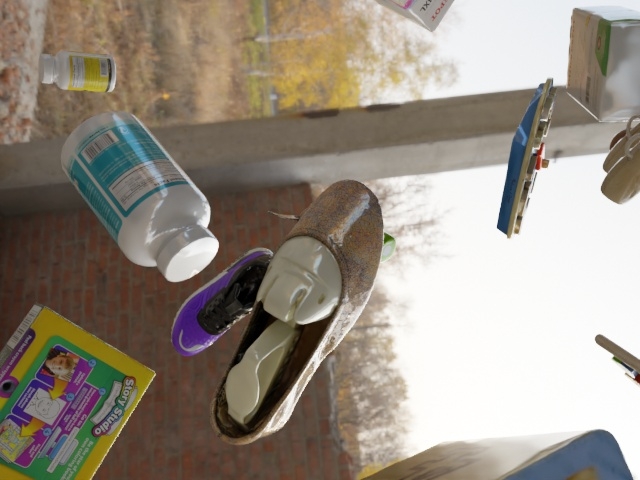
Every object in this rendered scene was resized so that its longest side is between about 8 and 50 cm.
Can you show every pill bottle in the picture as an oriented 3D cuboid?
[{"bbox_3d":[-0.414,-0.289,1.142,0.065,0.116,0.065,7,-81,57],"label":"pill bottle"},{"bbox_3d":[-0.265,-0.062,1.009,0.264,0.146,0.146,49,-15,21],"label":"pill bottle"}]

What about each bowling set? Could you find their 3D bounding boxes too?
[{"bbox_3d":[0.439,-0.125,0.820,0.154,0.286,0.200,-61,-149,29],"label":"bowling set"}]

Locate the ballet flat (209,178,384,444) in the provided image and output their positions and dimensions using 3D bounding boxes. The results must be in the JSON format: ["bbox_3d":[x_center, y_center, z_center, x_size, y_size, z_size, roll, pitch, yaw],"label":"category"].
[{"bbox_3d":[-0.030,0.086,0.684,0.106,0.107,0.316,-14,131,-61],"label":"ballet flat"}]

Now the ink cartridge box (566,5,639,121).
[{"bbox_3d":[0.633,-0.394,1.464,0.278,0.117,0.202,-79,166,-65],"label":"ink cartridge box"}]

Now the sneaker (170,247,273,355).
[{"bbox_3d":[-0.199,0.133,1.406,0.102,0.293,0.146,46,-5,-17],"label":"sneaker"}]

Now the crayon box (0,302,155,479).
[{"bbox_3d":[-0.606,0.378,1.517,0.106,0.313,0.363,1,-124,55],"label":"crayon box"}]

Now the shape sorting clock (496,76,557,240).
[{"bbox_3d":[0.265,-0.099,0.838,0.206,0.040,0.206,-52,152,-43],"label":"shape sorting clock"}]

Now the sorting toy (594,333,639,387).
[{"bbox_3d":[0.615,0.264,1.236,0.208,0.038,0.193,33,5,-38],"label":"sorting toy"}]

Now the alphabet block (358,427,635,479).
[{"bbox_3d":[0.100,0.251,0.450,0.197,0.193,0.193,-43,-116,62],"label":"alphabet block"}]

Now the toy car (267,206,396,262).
[{"bbox_3d":[0.000,0.000,1.084,0.188,0.155,0.149,17,105,-53],"label":"toy car"}]

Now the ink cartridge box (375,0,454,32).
[{"bbox_3d":[0.079,-0.275,0.638,0.143,0.092,0.090,19,21,-49],"label":"ink cartridge box"}]
